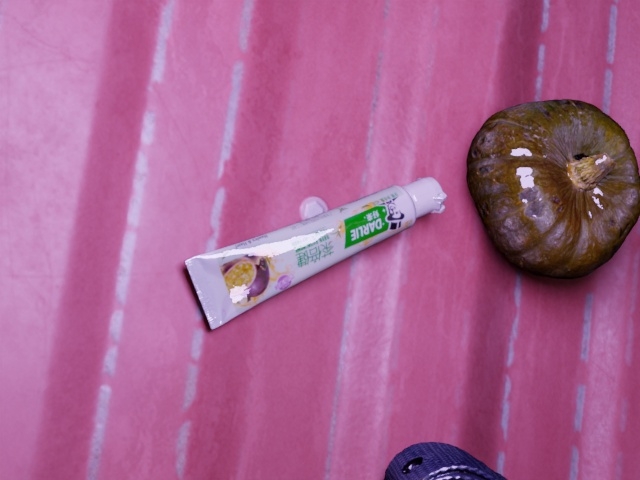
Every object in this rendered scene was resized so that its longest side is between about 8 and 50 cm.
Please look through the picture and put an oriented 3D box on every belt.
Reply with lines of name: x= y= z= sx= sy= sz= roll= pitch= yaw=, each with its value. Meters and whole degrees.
belt: x=0.165 y=0.321 z=1.580 sx=0.139 sy=0.126 sz=0.230 roll=-43 pitch=105 yaw=0

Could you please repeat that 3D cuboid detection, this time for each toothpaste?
toothpaste: x=0.000 y=0.000 z=1.580 sx=0.314 sy=0.056 sz=0.058 roll=-24 pitch=54 yaw=-26

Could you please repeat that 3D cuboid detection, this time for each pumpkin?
pumpkin: x=0.284 y=-0.064 z=1.682 sx=0.219 sy=0.162 sz=0.219 roll=7 pitch=75 yaw=-28
